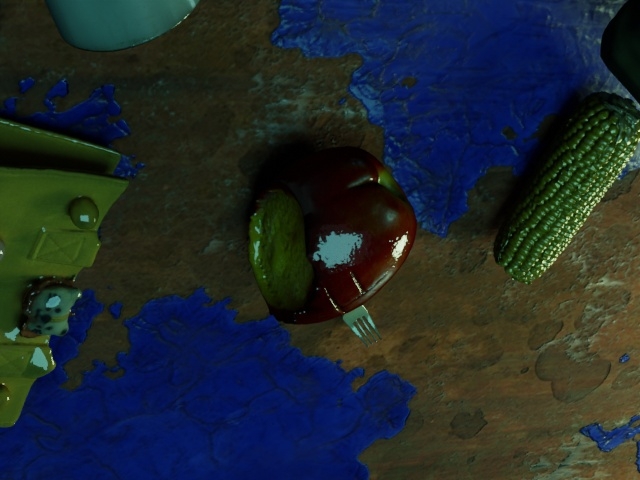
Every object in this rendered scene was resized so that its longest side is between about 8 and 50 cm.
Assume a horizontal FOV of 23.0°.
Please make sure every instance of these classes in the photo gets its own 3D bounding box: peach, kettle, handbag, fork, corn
[{"bbox_3d":[0.000,0.000,1.887,0.226,0.196,0.190,-39,98,13],"label":"peach"},{"bbox_3d":[-0.206,-0.341,1.531,0.221,0.161,0.236,-45,137,-24],"label":"kettle"},{"bbox_3d":[-0.402,0.047,1.782,0.283,0.133,0.401,8,124,-37],"label":"handbag"},{"bbox_3d":[0.018,0.066,2.066,0.034,0.028,0.219,-29,131,10],"label":"fork"},{"bbox_3d":[0.315,-0.068,2.044,0.106,0.106,0.293,12,124,-33],"label":"corn"}]

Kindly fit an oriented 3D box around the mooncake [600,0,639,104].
[{"bbox_3d":[0.492,-0.280,1.786,0.356,0.194,0.356,-37,174,-5],"label":"mooncake"}]
